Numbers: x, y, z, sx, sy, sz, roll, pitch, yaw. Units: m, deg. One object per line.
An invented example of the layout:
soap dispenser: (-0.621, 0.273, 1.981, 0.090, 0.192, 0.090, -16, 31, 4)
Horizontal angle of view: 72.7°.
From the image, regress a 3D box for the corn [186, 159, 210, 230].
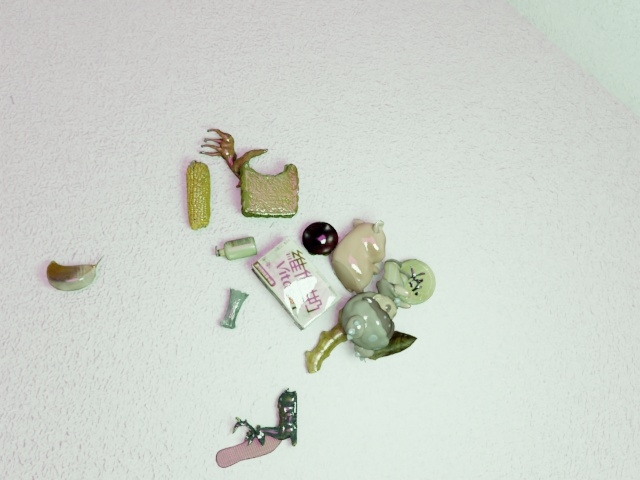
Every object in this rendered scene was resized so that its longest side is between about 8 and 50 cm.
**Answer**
corn: (-0.490, -0.182, 1.760, 0.106, 0.106, 0.293, -5, 77, -8)

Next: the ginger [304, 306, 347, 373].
ginger: (0.048, 0.393, 1.687, 0.118, 0.065, 0.299, 37, 72, 17)

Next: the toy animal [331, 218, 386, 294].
toy animal: (0.169, 0.059, 1.730, 0.256, 0.195, 0.213, -47, 112, -19)

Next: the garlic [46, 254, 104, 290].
garlic: (-0.919, 0.123, 1.634, 0.198, 0.090, 0.128, -10, 64, -5)

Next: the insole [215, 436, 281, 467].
insole: (-0.255, 0.756, 1.583, 0.253, 0.005, 0.086, -19, 78, -11)

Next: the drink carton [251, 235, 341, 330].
drink carton: (-0.099, 0.165, 1.699, 0.194, 0.132, 0.324, -39, 84, -14)

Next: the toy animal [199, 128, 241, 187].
toy animal: (-0.396, -0.347, 1.834, 0.230, 0.066, 0.224, 18, 72, -11)

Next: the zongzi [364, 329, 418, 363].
zongzi: (0.258, 0.402, 1.648, 0.187, 0.184, 0.084, -21, 83, -12)

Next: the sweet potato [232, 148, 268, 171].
sweet potato: (-0.300, -0.346, 1.826, 0.050, 0.050, 0.214, 40, 50, 4)

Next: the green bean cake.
green bean cake: (-0.210, -0.202, 1.771, 0.236, 0.124, 0.233, 1, 78, -14)

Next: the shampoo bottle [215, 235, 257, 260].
shampoo bottle: (-0.337, 0.036, 1.729, 0.162, 0.079, 0.079, -13, 77, -10)

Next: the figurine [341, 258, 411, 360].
figurine: (0.211, 0.242, 1.611, 0.203, 0.248, 0.380, 21, 60, 29)

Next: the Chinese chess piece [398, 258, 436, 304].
Chinese chess piece: (0.377, 0.169, 1.780, 0.188, 0.083, 0.188, 3, 73, -8)

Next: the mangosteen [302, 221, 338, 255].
mangosteen: (0.000, 0.000, 1.759, 0.152, 0.152, 0.152, 2, 75, -7)

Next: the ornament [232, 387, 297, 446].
ornament: (-0.200, 0.643, 1.580, 0.236, 0.080, 0.202, 1, 74, -7)

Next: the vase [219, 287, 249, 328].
vase: (-0.335, 0.265, 1.671, 0.081, 0.081, 0.148, 19, 76, -2)
